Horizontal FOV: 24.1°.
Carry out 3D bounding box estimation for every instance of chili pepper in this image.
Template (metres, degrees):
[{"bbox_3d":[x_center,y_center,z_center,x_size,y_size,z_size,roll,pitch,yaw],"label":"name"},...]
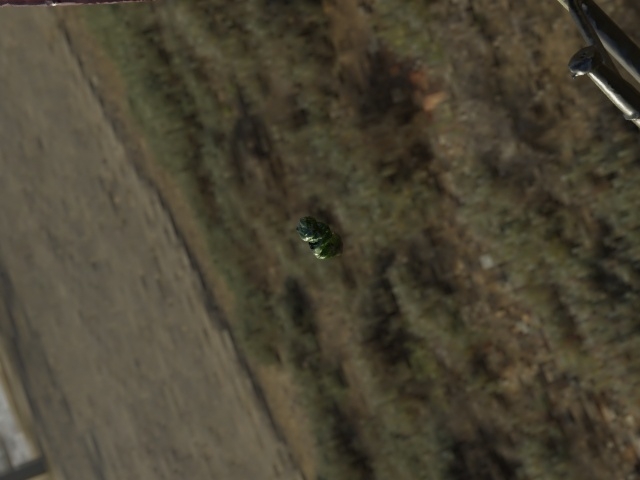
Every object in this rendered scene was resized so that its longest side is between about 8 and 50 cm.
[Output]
[{"bbox_3d":[0.000,0.000,1.120,0.022,0.027,0.083,19,175,19],"label":"chili pepper"}]

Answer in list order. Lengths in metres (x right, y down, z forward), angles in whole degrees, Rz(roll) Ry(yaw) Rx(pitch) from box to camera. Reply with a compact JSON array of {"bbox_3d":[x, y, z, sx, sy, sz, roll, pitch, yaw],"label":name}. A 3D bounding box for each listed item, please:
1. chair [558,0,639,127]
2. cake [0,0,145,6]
[{"bbox_3d":[0.445,-0.177,1.388,0.410,0.364,0.362,50,-165,-27],"label":"chair"},{"bbox_3d":[-0.149,-0.273,1.158,0.262,0.159,0.158,2,110,30],"label":"cake"}]
